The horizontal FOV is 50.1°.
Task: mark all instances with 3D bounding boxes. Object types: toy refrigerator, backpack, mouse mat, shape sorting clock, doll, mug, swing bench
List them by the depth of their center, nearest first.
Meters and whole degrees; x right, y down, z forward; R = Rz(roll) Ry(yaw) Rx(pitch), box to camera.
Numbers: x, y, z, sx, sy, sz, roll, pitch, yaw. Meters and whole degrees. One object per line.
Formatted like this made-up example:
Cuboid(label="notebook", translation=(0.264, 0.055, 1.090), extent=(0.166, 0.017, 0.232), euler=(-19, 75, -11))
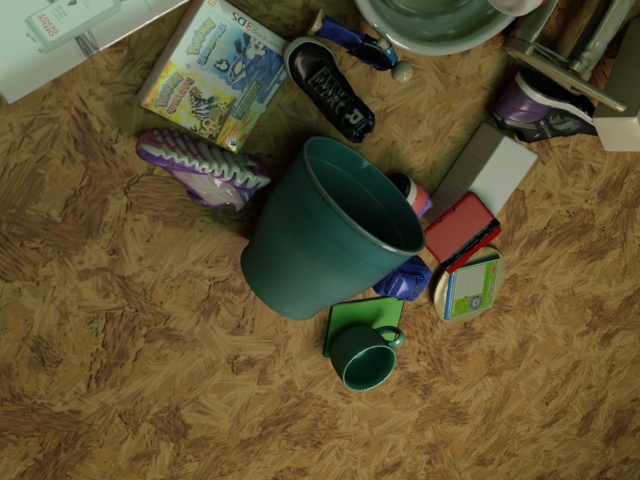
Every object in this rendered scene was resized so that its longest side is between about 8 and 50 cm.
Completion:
Cuboid(label="doll", translation=(0.070, -0.315, 1.123), extent=(0.189, 0.129, 0.046), euler=(24, 88, -14))
Cuboid(label="swing bench", translation=(0.480, -0.410, 1.229), extent=(0.255, 0.165, 0.253), euler=(23, 106, -21))
Cuboid(label="toy refrigerator", translation=(0.629, -0.313, 1.359), extent=(0.102, 0.094, 0.269), euler=(46, 63, -41))
Cuboid(label="backpack", translation=(0.176, 0.082, 1.459), extent=(0.120, 0.101, 0.097), euler=(10, 122, -36))
Cuboid(label="mug", translation=(0.100, 0.251, 1.525), extent=(0.158, 0.097, 0.129), euler=(-10, 125, -23))
Cuboid(label="mouse mat", translation=(0.099, 0.194, 1.555), extent=(0.190, 0.007, 0.152), euler=(-7, 124, -25))
Cuboid(label="shape sorting clock", translation=(0.347, 0.105, 1.600), extent=(0.206, 0.040, 0.206), euler=(-12, 122, -20))

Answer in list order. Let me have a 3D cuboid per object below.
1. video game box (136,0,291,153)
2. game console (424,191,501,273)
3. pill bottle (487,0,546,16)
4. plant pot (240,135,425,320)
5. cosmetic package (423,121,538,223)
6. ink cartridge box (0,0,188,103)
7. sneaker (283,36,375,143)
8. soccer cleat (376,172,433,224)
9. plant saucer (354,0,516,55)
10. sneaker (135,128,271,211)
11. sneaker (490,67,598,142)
Cuboid(label="video game box", translation=(-0.158, -0.264, 1.085), extent=(0.187, 0.048, 0.205), euler=(25, 107, -35))
Cuboid(label="game console", translation=(0.287, -0.013, 1.400), extent=(0.144, 0.085, 0.124), euler=(-41, 161, 6))
Cuboid(label="pill bottle", translation=(0.378, -0.484, 0.999), extent=(0.319, 0.176, 0.176), euler=(-34, 130, -4))
Cuboid(label="plant pot", translation=(0.000, 0.000, 1.219), extent=(0.272, 0.271, 0.255), euler=(23, 122, -37))
Cuboid(label="cosmetic package", translation=(0.326, -0.114, 1.415), extent=(0.117, 0.085, 0.231), euler=(22, 108, -36))
Cuboid(label="ink cartridge box", translation=(-0.311, -0.318, 0.863), extent=(0.283, 0.207, 0.117), euler=(-32, 128, -4))
Cuboid(label="sneaker", translation=(0.030, -0.237, 1.119), extent=(0.079, 0.121, 0.217), euler=(-43, 147, 4))
Cuboid(label="soccer cleat", translation=(0.104, 0.016, 1.376), extent=(0.116, 0.108, 0.318), euler=(27, 104, -42))
Cuboid(label="plant saucer", translation=(0.199, -0.499, 1.076), extent=(0.401, 0.100, 0.400), euler=(-13, 127, -19))
Cuboid(label="sneaker", translation=(-0.201, -0.107, 1.144), extent=(0.237, 0.095, 0.104), euler=(16, 120, -35))
Cuboid(label="sneaker", translation=(0.461, -0.254, 1.400), extent=(0.284, 0.107, 0.124), euler=(12, 134, -33))
